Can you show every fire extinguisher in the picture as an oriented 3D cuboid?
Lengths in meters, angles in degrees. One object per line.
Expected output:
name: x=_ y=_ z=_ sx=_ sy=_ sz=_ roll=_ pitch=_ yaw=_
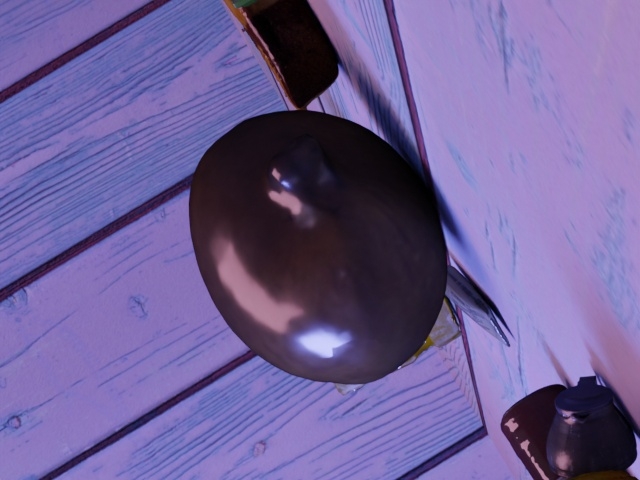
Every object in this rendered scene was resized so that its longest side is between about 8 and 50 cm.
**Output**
fire extinguisher: x=0.244 y=0.225 z=1.503 sx=0.231 sy=0.071 sz=0.099 roll=57 pitch=151 yaw=29

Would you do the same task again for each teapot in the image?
teapot: x=0.198 y=0.135 z=1.293 sx=0.088 sy=0.066 sz=0.057 roll=-60 pitch=-38 yaw=-66

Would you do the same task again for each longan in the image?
longan: x=0.000 y=0.000 z=1.755 sx=0.300 sy=0.243 sz=0.300 roll=39 pitch=156 yaw=21

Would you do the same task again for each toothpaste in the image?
toothpaste: x=0.158 y=0.063 z=1.869 sx=0.048 sy=0.029 sz=0.197 roll=56 pitch=177 yaw=-23

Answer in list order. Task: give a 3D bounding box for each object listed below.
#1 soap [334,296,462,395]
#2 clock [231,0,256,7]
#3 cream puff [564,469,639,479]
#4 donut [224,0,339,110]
soap: x=0.051 y=0.059 z=2.349 sx=0.315 sy=0.199 sz=0.091 roll=58 pitch=-176 yaw=-46
clock: x=-0.141 y=-0.361 z=1.677 sx=0.255 sy=0.106 sz=0.220 roll=59 pitch=179 yaw=-42
cream puff: x=0.193 y=0.263 z=1.216 sx=0.244 sy=0.196 sz=0.244 roll=17 pitch=116 yaw=38
donut: x=-0.046 y=-0.229 z=1.885 sx=0.184 sy=0.073 sz=0.166 roll=58 pitch=178 yaw=15
